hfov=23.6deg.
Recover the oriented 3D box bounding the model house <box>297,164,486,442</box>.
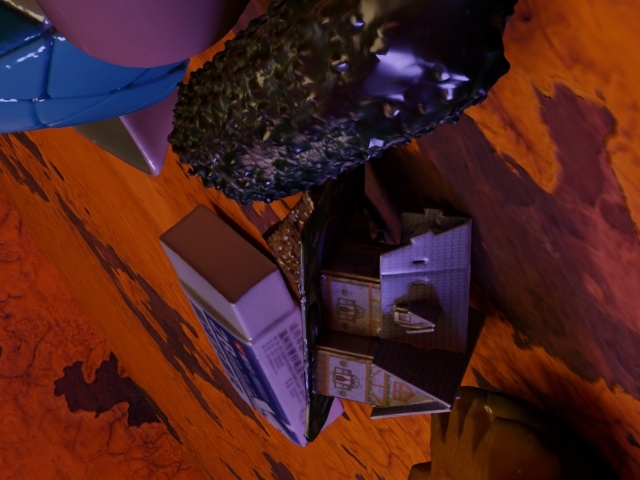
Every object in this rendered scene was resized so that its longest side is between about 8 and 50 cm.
[{"bbox_3d":[0.046,0.037,0.880,0.088,0.117,0.167,10,126,16],"label":"model house"}]

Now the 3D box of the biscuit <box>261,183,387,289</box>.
[{"bbox_3d":[0.000,0.000,1.041,0.064,0.034,0.199,52,167,0],"label":"biscuit"}]

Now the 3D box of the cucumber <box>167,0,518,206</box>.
[{"bbox_3d":[0.007,-0.075,0.711,0.096,0.096,0.359,54,165,-8],"label":"cucumber"}]

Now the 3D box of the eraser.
[{"bbox_3d":[-0.059,0.077,1.363,0.124,0.068,0.210,40,162,41],"label":"eraser"}]

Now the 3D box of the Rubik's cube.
[{"bbox_3d":[-0.140,-0.139,0.938,0.254,0.254,0.254,48,166,16],"label":"Rubik's cube"}]

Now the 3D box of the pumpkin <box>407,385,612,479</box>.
[{"bbox_3d":[0.144,0.161,0.903,0.149,0.130,0.254,13,-172,-9],"label":"pumpkin"}]

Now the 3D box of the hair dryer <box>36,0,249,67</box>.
[{"bbox_3d":[-0.150,-0.264,0.721,0.352,0.125,0.210,60,178,19],"label":"hair dryer"}]

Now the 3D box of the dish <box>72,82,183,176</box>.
[{"bbox_3d":[-0.182,-0.147,1.189,0.234,0.064,0.154,28,152,57],"label":"dish"}]
